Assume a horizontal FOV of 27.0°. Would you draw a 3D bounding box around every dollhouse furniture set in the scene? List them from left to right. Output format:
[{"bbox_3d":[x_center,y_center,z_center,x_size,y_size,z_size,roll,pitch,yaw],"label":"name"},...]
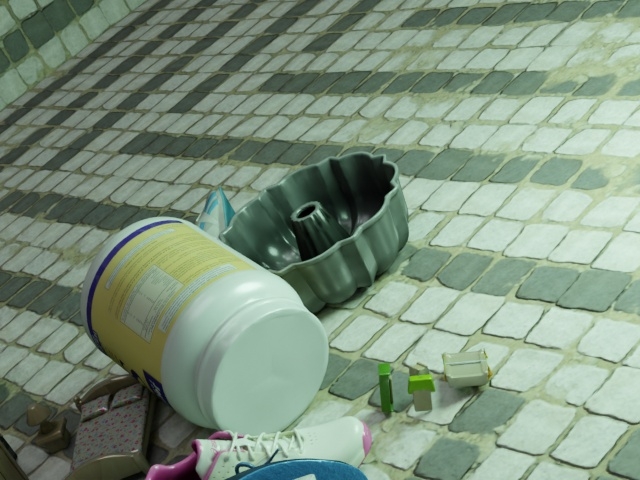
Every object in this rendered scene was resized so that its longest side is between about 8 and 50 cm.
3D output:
[{"bbox_3d":[-0.369,0.288,1.957,0.356,0.173,0.303,-23,28,12],"label":"dollhouse furniture set"},{"bbox_3d":[0.154,0.193,1.787,0.152,0.058,0.076,-6,22,3],"label":"dollhouse furniture set"}]

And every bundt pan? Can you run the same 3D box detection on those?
[{"bbox_3d":[0.000,0.000,2.158,0.331,0.124,0.330,-22,28,12],"label":"bundt pan"}]

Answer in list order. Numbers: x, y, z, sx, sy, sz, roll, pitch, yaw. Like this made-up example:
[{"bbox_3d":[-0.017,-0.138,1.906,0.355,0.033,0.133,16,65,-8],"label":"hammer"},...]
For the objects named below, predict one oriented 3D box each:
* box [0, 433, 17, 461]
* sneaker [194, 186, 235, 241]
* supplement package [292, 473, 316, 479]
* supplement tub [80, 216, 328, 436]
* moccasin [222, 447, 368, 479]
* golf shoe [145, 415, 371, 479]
[{"bbox_3d":[-0.579,0.348,2.005,0.060,0.216,0.270,-18,30,22],"label":"box"},{"bbox_3d":[-0.197,-0.023,2.430,0.092,0.087,0.228,-27,25,9],"label":"sneaker"},{"bbox_3d":[-0.100,0.390,1.359,0.262,0.204,0.145,-21,4,9],"label":"supplement package"},{"bbox_3d":[-0.169,0.126,1.934,0.241,0.241,0.331,-39,42,-20],"label":"supplement tub"},{"bbox_3d":[-0.109,0.330,1.609,0.342,0.137,0.117,-8,-3,-20],"label":"moccasin"},{"bbox_3d":[-0.083,0.295,1.712,0.306,0.140,0.115,-28,25,-2],"label":"golf shoe"}]
